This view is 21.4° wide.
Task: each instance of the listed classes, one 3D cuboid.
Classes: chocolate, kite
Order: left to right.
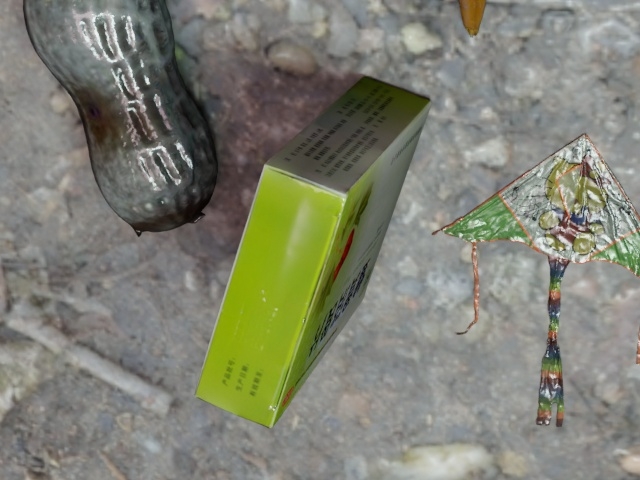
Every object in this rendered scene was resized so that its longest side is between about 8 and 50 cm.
[{"bbox_3d":[-0.149,-0.119,1.272,0.110,0.110,0.248,-19,102,18],"label":"chocolate"},{"bbox_3d":[0.180,0.033,1.305,0.198,0.006,0.244,9,111,9],"label":"kite"}]

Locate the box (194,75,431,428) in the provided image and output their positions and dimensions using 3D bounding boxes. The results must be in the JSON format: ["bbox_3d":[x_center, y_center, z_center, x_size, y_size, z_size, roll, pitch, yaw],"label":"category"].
[{"bbox_3d":[0.000,-0.001,1.196,0.062,0.260,0.175,21,112,8],"label":"box"}]

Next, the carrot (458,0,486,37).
[{"bbox_3d":[0.110,-0.247,1.204,0.048,0.048,0.216,2,115,12],"label":"carrot"}]
